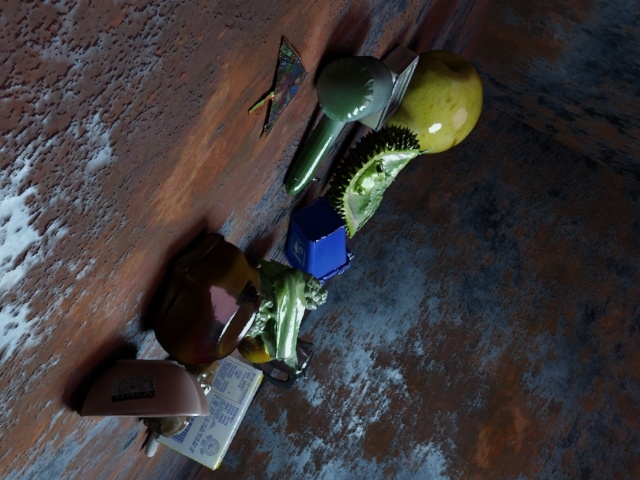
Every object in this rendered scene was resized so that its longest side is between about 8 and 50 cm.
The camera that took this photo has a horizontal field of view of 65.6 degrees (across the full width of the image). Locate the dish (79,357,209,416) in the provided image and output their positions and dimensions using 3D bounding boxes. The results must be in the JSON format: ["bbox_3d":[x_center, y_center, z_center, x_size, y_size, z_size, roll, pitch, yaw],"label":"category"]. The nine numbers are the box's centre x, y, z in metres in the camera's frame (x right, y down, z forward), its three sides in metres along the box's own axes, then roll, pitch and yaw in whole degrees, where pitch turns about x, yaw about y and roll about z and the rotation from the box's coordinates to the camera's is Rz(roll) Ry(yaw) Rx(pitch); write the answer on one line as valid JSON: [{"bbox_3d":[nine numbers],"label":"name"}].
[{"bbox_3d":[-0.286,0.245,0.822,0.213,0.213,0.091,96,-6,-70],"label":"dish"}]

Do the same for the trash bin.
[{"bbox_3d":[0.000,0.000,1.399,0.183,0.163,0.235,-29,152,-19],"label":"trash bin"}]

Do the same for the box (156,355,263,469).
[{"bbox_3d":[-0.278,0.430,1.284,0.097,0.168,0.265,109,5,-68],"label":"box"}]

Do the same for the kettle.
[{"bbox_3d":[-0.151,0.411,1.796,0.202,0.232,0.144,-56,170,-9],"label":"kettle"}]

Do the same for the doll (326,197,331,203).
[{"bbox_3d":[0.026,-0.064,1.593,0.241,0.098,0.135,-55,-150,-14],"label":"doll"}]

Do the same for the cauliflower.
[{"bbox_3d":[-0.107,0.188,1.193,0.256,0.238,0.316,-12,89,-76],"label":"cauliflower"}]

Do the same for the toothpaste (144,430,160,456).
[{"bbox_3d":[-0.396,0.452,1.254,0.218,0.033,0.052,-65,168,12],"label":"toothpaste"}]

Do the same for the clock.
[{"bbox_3d":[0.183,-0.413,1.348,0.147,0.071,0.192,-51,169,-38],"label":"clock"}]

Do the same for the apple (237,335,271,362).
[{"bbox_3d":[-0.174,0.293,1.496,0.147,0.163,0.147,16,63,-70],"label":"apple"}]

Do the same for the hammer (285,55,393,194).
[{"bbox_3d":[0.018,-0.220,1.023,0.336,0.118,0.206,-56,172,30],"label":"hammer"}]

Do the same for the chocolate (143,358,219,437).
[{"bbox_3d":[-0.310,0.341,1.112,0.148,0.093,0.214,-41,158,-51],"label":"chocolate"}]

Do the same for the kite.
[{"bbox_3d":[-0.064,-0.237,0.782,0.159,0.010,0.190,-48,165,-42],"label":"kite"}]

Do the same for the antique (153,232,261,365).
[{"bbox_3d":[-0.196,0.120,0.890,0.223,0.128,0.278,-46,163,-46],"label":"antique"}]

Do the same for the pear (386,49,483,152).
[{"bbox_3d":[0.344,-0.420,1.533,0.315,0.314,0.314,-56,171,-13],"label":"pear"}]

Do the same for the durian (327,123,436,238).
[{"bbox_3d":[0.141,-0.196,1.439,0.356,0.169,0.157,-49,-160,10],"label":"durian"}]
